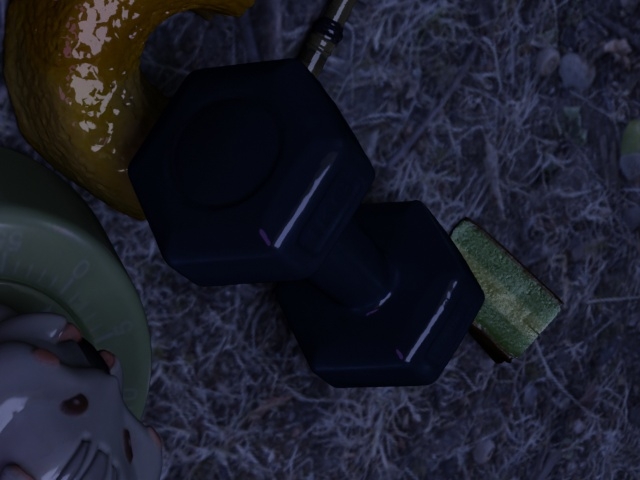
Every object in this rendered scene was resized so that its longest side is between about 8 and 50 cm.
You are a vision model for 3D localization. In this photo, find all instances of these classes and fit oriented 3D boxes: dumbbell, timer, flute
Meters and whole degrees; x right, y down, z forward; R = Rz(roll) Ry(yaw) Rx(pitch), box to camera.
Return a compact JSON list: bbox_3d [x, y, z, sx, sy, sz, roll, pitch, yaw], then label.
[{"bbox_3d":[0.000,0.000,1.101,0.325,0.160,0.144,45,44,-58],"label":"dumbbell"},{"bbox_3d":[-0.212,0.107,0.984,0.291,0.315,0.290,-10,111,-27],"label":"timer"},{"bbox_3d":[0.025,-0.198,1.178,0.027,0.027,0.233,26,94,-34],"label":"flute"}]

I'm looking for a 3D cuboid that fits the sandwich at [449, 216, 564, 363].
[{"bbox_3d":[0.142,0.044,1.344,0.116,0.074,0.074,43,84,-1],"label":"sandwich"}]

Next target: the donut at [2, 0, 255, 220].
[{"bbox_3d":[-0.139,-0.139,1.073,0.152,0.101,0.259,14,105,-27],"label":"donut"}]
